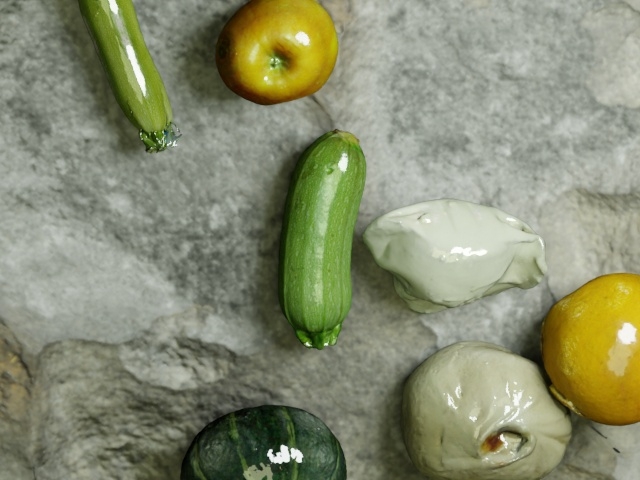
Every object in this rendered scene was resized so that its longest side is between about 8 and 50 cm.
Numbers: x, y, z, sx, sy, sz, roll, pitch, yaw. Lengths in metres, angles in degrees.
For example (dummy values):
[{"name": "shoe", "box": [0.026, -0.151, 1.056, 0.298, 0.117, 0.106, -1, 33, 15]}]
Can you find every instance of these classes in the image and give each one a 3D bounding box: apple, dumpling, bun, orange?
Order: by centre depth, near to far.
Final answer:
[{"name": "apple", "box": [-0.040, -0.176, 1.234, 0.114, 0.102, 0.099, -12, 108, -1]}, {"name": "dumpling", "box": [0.121, 0.023, 1.323, 0.169, 0.100, 0.134, -8, 145, -23]}, {"name": "orange", "box": [0.289, 0.105, 1.330, 0.155, 0.134, 0.154, -16, 114, -41]}, {"name": "bun", "box": [0.169, 0.187, 1.352, 0.173, 0.113, 0.166, -9, 107, -1]}]

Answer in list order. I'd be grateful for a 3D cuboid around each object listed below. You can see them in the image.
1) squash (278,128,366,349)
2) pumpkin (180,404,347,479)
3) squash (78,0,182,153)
[{"name": "squash", "box": [0.000, 0.000, 1.306, 0.077, 0.068, 0.219, 1, 107, -11]}, {"name": "pumpkin", "box": [-0.058, 0.236, 1.335, 0.167, 0.125, 0.167, -22, 142, -19]}, {"name": "squash", "box": [-0.178, -0.167, 1.251, 0.052, 0.052, 0.183, -22, 108, 1]}]
